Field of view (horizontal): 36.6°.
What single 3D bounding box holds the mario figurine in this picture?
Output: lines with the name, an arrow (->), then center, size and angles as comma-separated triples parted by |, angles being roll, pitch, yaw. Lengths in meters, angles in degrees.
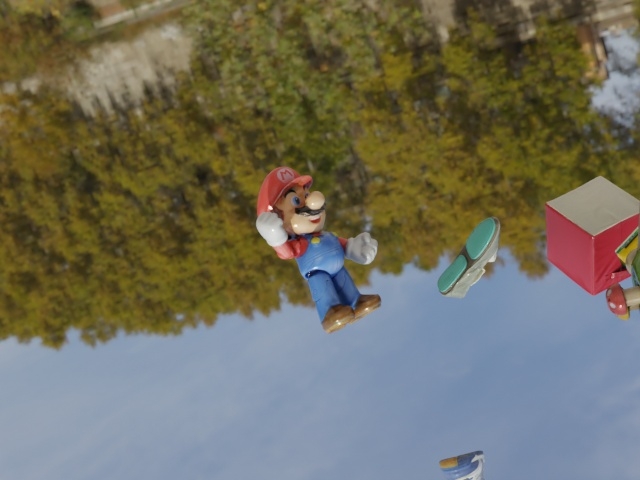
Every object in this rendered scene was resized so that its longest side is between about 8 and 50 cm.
mario figurine -> 0.000, 0.000, 1.787 | 0.170, 0.320, 0.198 | -31, 173, 6

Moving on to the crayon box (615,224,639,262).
crayon box -> 0.692, -0.012, 1.931 | 0.203, 0.083, 0.323 | -49, 161, 9

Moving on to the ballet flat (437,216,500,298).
ballet flat -> 0.315, 0.036, 1.957 | 0.068, 0.213, 0.072 | 15, -142, -27

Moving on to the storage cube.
storage cube -> 0.698, -0.014, 2.441 | 0.184, 0.193, 0.215 | -25, -141, -16

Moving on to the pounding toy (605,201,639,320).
pounding toy -> 0.507, 0.071, 1.556 | 0.110, 0.183, 0.236 | -13, -136, 11

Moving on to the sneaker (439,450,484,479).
sneaker -> 0.375, 0.606, 2.442 | 0.112, 0.130, 0.296 | -15, 161, 12
